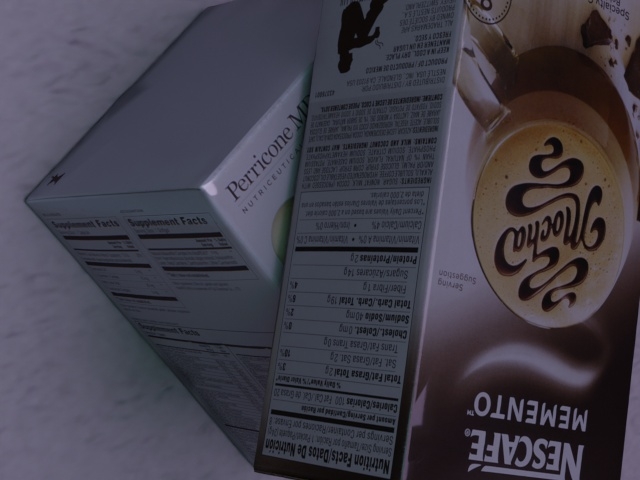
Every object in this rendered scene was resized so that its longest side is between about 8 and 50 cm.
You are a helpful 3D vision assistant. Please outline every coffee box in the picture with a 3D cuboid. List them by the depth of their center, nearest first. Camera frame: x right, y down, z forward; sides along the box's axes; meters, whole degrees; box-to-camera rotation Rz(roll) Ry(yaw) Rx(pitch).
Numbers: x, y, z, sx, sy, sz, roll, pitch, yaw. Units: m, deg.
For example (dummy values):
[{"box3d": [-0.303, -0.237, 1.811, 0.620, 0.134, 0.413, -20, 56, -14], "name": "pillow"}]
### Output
[{"box3d": [0.082, -0.006, 0.762, 0.168, 0.119, 0.297, 13, 82, -39], "name": "coffee box"}]

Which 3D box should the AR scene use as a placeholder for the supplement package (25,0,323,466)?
[{"box3d": [0.000, 0.000, 0.902, 0.199, 0.198, 0.262, -51, 119, -27], "name": "supplement package"}]
